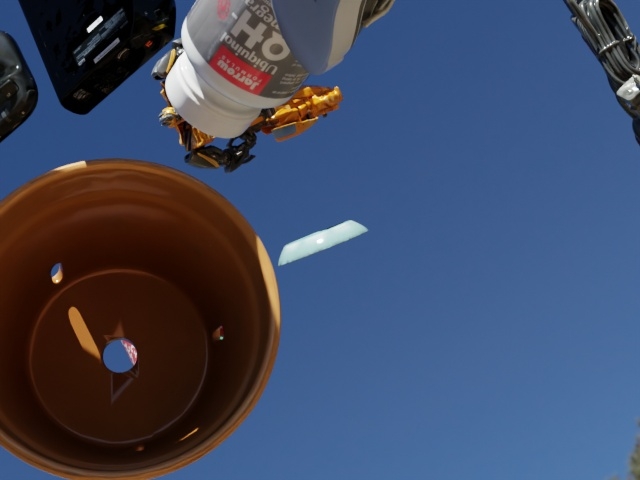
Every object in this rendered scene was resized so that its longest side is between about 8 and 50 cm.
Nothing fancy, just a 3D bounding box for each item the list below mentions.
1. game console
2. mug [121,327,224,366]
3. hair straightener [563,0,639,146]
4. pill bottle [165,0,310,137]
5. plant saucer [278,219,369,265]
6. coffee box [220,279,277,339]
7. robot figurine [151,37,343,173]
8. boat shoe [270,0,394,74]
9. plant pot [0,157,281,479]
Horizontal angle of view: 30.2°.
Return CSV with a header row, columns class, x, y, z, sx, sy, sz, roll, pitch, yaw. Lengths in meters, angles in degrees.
class,x,y,z,sx,sy,sz,roll,pitch,yaw
game console,-0.300,-0.170,1.120,0.361,0.213,0.044,-37,-31,17
mug,-0.173,0.152,1.520,0.150,0.169,0.113,8,-70,-32
hair straightener,0.212,-0.105,0.767,0.047,0.230,0.089,-28,-13,13
pill bottle,-0.070,-0.283,1.522,0.176,0.176,0.318,4,-40,-40
plant saucer,0.000,0.000,1.445,0.119,0.021,0.119,-21,1,0
coffee box,-0.150,0.122,1.779,0.040,0.113,0.184,38,-106,-44
robot figurine,-0.112,-0.224,1.774,0.291,0.211,0.085,-24,5,-36
boat shoe,0.028,-0.250,1.068,0.105,0.113,0.306,-28,-14,-17
plant pot,-0.193,0.092,1.121,0.291,0.291,0.203,-20,-13,-15
